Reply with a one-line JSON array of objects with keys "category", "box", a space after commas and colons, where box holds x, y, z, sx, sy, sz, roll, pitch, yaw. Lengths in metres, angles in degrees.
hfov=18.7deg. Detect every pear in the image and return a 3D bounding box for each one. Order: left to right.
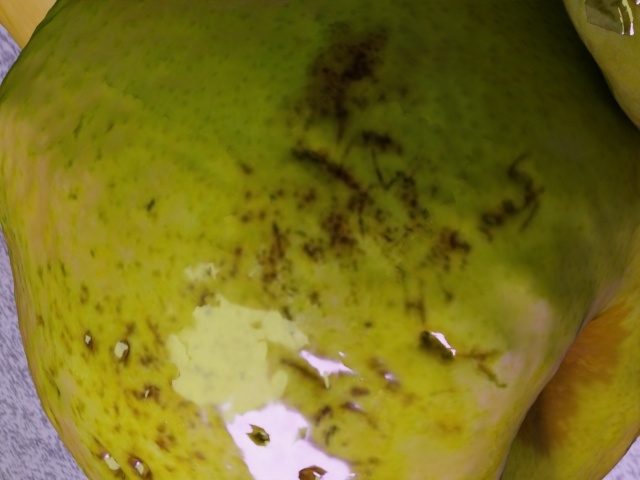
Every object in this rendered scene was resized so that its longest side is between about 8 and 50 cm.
[{"category": "pear", "box": [0.000, 0.000, 1.039, 0.391, 0.391, 0.391, 33, 142, 30]}]

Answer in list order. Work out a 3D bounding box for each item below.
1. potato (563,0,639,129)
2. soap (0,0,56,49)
[{"category": "potato", "box": [0.206, -0.117, 0.872, 0.186, 0.148, 0.253, -20, 123, 17]}, {"category": "soap", "box": [-0.182, -0.241, 1.307, 0.427, 0.115, 0.306, 54, 154, 2]}]
